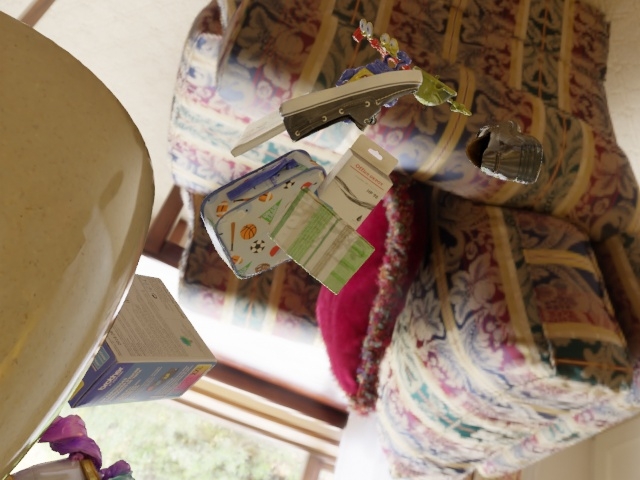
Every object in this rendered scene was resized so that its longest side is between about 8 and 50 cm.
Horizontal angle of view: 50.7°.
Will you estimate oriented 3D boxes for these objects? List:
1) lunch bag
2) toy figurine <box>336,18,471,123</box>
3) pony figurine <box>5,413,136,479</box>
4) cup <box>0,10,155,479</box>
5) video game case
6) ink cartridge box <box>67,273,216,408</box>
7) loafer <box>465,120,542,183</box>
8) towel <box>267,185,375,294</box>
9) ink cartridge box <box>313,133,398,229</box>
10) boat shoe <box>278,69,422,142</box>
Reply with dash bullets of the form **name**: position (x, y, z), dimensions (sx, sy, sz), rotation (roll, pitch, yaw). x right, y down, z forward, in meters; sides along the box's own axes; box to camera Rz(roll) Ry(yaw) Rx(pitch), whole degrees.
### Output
- **lunch bag**: position (-0.107, -0.066, 1.528), dimensions (0.115, 0.303, 0.243), rotation (48, 163, 44)
- **toy figurine**: position (0.152, -0.341, 1.618), dimensions (0.362, 0.217, 0.191), rotation (49, -172, 38)
- **pony figurine**: position (-0.380, 0.201, 0.702), dimensions (0.363, 0.351, 0.302), rotation (-7, 175, -35)
- **cup**: position (-0.278, 0.042, 0.428), dimensions (0.331, 0.237, 0.331), rotation (-6, 141, -5)
- **video game case**: position (-0.093, -0.226, 1.312), dimensions (0.157, 0.143, 0.019), rotation (-25, 113, 21)
- **ink cartridge box**: position (-0.435, 0.193, 1.396), dimensions (0.270, 0.151, 0.395), rotation (50, -169, 24)
- **loafer**: position (0.196, -0.106, 0.766), dimensions (0.061, 0.170, 0.062), rotation (5, 104, -2)
- **towel**: position (0.000, 0.000, 1.070), dimensions (0.152, 0.023, 0.113), rotation (41, 120, 5)
- **ink cartridge box**: position (0.067, -0.107, 1.337), dimensions (0.104, 0.060, 0.180), rotation (34, 107, -16)
- **boat shoe**: position (0.051, -0.204, 1.047), dimensions (0.228, 0.076, 0.080), rotation (-15, -177, -1)
